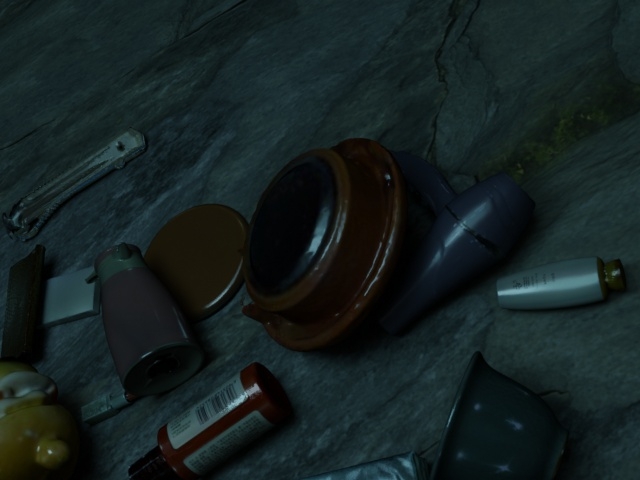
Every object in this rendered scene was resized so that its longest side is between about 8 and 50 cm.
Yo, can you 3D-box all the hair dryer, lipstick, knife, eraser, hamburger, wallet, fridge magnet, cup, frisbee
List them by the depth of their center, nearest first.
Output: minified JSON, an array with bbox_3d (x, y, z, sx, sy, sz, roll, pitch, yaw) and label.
[{"bbox_3d":[0.246,0.265,1.154,0.150,0.199,0.199,19,73,16],"label":"cup"},{"bbox_3d":[0.000,0.000,1.388,0.364,0.155,0.363,-34,45,41],"label":"fridge magnet"},{"bbox_3d":[0.153,-0.044,1.427,0.301,0.121,0.361,-45,42,10],"label":"hair dryer"},{"bbox_3d":[-0.534,0.367,1.467,0.237,0.276,0.276,40,87,27],"label":"hamburger"},{"bbox_3d":[-0.366,0.291,1.547,0.129,0.030,0.030,-25,55,14],"label":"lipstick"},{"bbox_3d":[-0.238,0.040,1.624,0.251,0.021,0.250,-14,57,23],"label":"frisbee"},{"bbox_3d":[-0.502,0.115,1.723,0.151,0.023,0.103,-16,57,21],"label":"eraser"},{"bbox_3d":[-0.596,0.140,1.736,0.133,0.039,0.243,-34,48,38],"label":"wallet"},{"bbox_3d":[-0.524,-0.122,1.858,0.365,0.043,0.089,-34,86,6],"label":"knife"}]

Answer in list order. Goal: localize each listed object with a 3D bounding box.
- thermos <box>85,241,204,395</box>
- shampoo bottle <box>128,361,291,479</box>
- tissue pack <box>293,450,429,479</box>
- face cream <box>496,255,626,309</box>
[{"bbox_3d":[-0.323,0.135,1.536,0.146,0.176,0.265,-13,52,-27],"label":"thermos"},{"bbox_3d":[-0.186,0.313,1.390,0.278,0.104,0.104,-36,53,7],"label":"shampoo bottle"},{"bbox_3d":[0.040,0.421,1.223,0.257,0.081,0.185,-19,57,17],"label":"tissue pack"},{"bbox_3d":[0.351,0.065,1.269,0.182,0.051,0.072,-12,58,24],"label":"face cream"}]
